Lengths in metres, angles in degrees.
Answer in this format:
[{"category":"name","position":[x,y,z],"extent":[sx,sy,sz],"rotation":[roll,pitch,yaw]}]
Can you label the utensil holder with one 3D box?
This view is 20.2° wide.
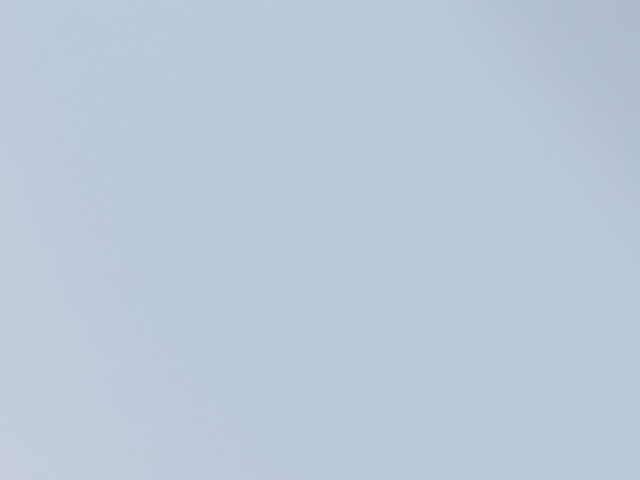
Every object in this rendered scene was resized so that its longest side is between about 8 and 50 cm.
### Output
[{"category":"utensil holder","position":[0.000,0.000,0.577],"extent":[0.327,0.327,0.385],"rotation":[-42,70,21]}]
